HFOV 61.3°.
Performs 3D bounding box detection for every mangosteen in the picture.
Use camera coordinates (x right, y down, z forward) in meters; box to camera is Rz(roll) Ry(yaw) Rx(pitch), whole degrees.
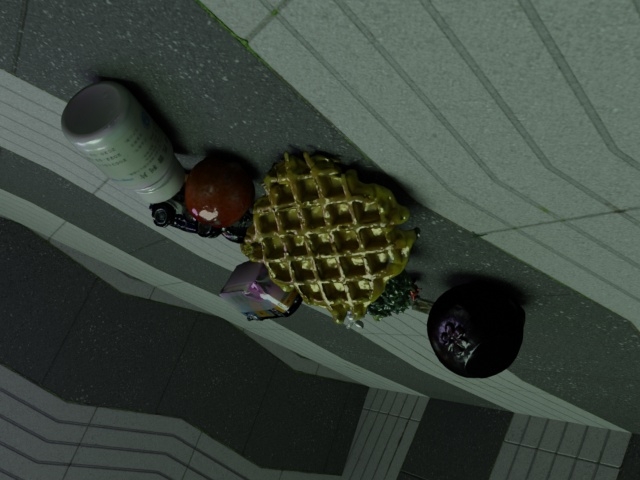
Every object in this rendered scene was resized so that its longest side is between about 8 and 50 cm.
[{"bbox_3d":[0.444,0.248,1.500,0.287,0.287,0.233,33,-164,-30],"label":"mangosteen"}]

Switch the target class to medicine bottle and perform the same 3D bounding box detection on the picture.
[{"bbox_3d":[-0.441,-0.213,1.251,0.170,0.170,0.293,13,158,20],"label":"medicine bottle"}]

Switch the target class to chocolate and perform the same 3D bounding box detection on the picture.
[{"bbox_3d":[-0.205,0.014,1.622,0.085,0.086,0.219,23,-172,-7],"label":"chocolate"}]

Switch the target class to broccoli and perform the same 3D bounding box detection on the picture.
[{"bbox_3d":[0.101,0.081,1.431,0.247,0.288,0.245,-15,172,-9],"label":"broccoli"}]

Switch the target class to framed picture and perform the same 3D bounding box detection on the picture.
[{"bbox_3d":[0.408,0.242,1.830,0.200,0.010,0.136,16,159,14],"label":"framed picture"}]

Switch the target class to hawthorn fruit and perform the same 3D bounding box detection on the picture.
[{"bbox_3d":[-0.247,-0.114,1.322,0.172,0.173,0.173,18,160,7],"label":"hawthorn fruit"}]

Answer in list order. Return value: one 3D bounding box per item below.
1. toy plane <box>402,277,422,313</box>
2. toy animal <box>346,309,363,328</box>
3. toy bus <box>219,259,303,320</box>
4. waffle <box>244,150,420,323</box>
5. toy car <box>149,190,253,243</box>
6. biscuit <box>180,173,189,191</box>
[{"bbox_3d":[0.261,0.162,1.646,0.077,0.126,0.194,-9,155,1],"label":"toy plane"},{"bbox_3d":[0.121,0.257,1.986,0.071,0.124,0.085,-2,152,37],"label":"toy animal"},{"bbox_3d":[-0.186,0.147,1.705,0.162,0.171,0.386,30,159,-19],"label":"toy bus"},{"bbox_3d":[0.006,-0.003,1.220,0.379,0.095,0.382,32,124,7],"label":"waffle"},{"bbox_3d":[-0.337,-0.070,1.507,0.301,0.118,0.193,16,-173,24],"label":"toy car"},{"bbox_3d":[-0.383,-0.164,1.527,0.184,0.027,0.133,5,162,44],"label":"biscuit"}]
